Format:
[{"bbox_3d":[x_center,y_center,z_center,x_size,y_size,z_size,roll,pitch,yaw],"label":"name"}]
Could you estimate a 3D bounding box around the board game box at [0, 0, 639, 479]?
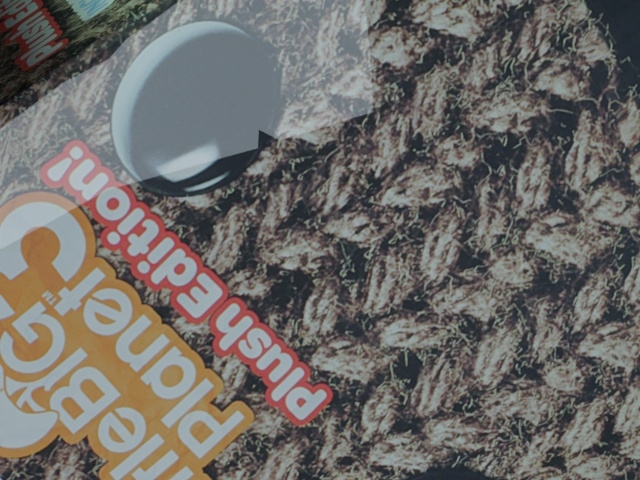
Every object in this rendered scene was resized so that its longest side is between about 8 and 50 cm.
[{"bbox_3d":[0.000,0.000,0.603,0.291,0.141,0.232,-36,114,-4],"label":"board game box"}]
